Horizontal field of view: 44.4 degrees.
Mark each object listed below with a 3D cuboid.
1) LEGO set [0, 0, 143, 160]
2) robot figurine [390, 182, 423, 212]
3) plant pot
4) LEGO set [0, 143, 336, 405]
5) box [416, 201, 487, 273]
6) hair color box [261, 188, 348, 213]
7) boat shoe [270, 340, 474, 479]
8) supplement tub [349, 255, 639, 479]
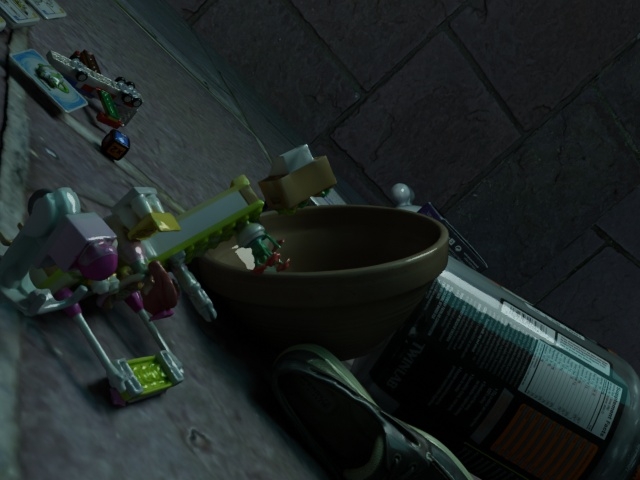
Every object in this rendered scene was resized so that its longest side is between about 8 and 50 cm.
[{"bbox_3d":[-0.283,-0.181,0.822,0.244,0.060,0.182,45,21,-8],"label":"LEGO set"},{"bbox_3d":[0.202,0.024,1.726,0.353,0.199,0.300,-5,82,-81],"label":"robot figurine"},{"bbox_3d":[0.005,0.044,0.754,0.237,0.237,0.110,-103,-172,-74],"label":"plant pot"},{"bbox_3d":[-0.081,0.023,0.518,0.107,0.132,0.287,55,31,11],"label":"LEGO set"},{"bbox_3d":[0.142,0.055,1.245,0.108,0.207,0.153,46,7,-9],"label":"box"},{"bbox_3d":[0.000,0.000,1.131,0.185,0.110,0.339,48,6,-7],"label":"hair color box"},{"bbox_3d":[0.041,0.176,0.643,0.223,0.080,0.073,43,13,5],"label":"boat shoe"},{"bbox_3d":[0.204,0.165,0.853,0.316,0.194,0.193,31,9,0],"label":"supplement tub"}]
